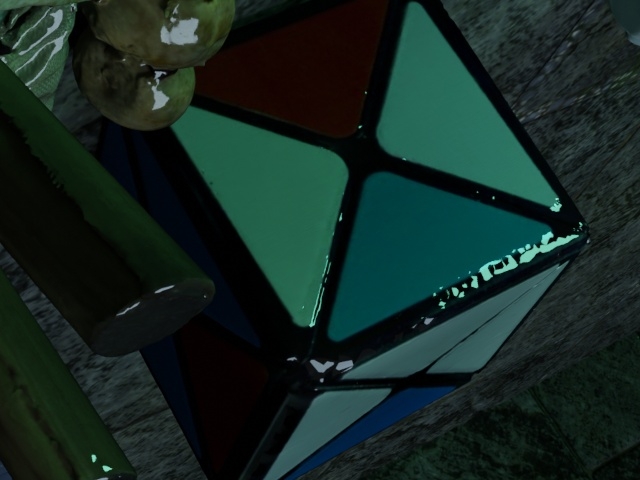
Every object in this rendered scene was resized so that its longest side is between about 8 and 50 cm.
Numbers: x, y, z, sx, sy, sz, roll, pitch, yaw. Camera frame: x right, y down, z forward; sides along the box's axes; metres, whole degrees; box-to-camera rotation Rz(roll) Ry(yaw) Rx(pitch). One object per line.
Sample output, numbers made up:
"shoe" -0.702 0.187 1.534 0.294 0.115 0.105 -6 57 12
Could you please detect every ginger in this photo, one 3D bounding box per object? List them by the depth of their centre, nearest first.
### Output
"ginger" -0.083 -0.133 0.851 0.104 0.080 0.204 -27 161 -42

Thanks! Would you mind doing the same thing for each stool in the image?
"stool" -0.235 0.027 0.720 0.310 0.226 0.310 -16 157 -25

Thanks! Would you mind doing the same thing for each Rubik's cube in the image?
"Rubik's cube" 0.000 0.000 1.089 0.250 0.248 0.246 -25 162 -26

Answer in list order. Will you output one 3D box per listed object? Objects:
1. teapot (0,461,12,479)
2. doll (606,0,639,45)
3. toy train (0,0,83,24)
"teapot" -0.263 0.138 1.220 0.149 0.108 0.111 -38 165 14
"doll" 0.372 -0.236 1.344 0.257 0.161 0.215 -1 161 -33
"toy train" -0.085 -0.207 0.511 0.129 0.159 0.326 -19 154 -48
